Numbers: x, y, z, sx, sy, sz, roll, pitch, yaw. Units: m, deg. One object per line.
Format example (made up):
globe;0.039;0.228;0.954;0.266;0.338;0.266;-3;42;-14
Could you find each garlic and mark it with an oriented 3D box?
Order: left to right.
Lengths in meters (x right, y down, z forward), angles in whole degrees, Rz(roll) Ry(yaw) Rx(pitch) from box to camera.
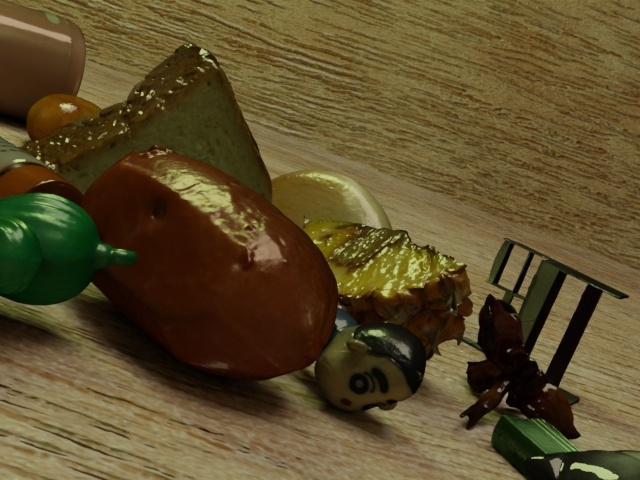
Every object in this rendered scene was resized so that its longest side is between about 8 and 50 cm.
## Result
garlic;0.013;-0.004;1.367;0.244;0.146;0.164;30;45;30

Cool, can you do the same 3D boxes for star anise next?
star anise;0.176;0.160;1.041;0.158;0.144;0.141;38;-27;35

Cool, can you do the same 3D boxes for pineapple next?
pineapple;0.038;0.083;1.051;0.249;0.140;0.164;12;42;42

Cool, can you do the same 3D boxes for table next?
table;0.268;0.096;1.255;0.175;0.146;0.062;27;12;27

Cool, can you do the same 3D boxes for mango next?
mango;-0.360;-0.165;1.470;0.115;0.089;0.165;15;5;13

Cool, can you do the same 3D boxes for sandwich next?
sandwich;-0.200;-0.058;1.171;0.099;0.288;0.254;40;-24;41

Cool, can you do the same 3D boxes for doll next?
doll;0.020;0.102;0.898;0.179;0.089;0.102;10;-38;42

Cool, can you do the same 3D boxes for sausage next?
sausage;-0.099;0.021;0.864;0.268;0.153;0.141;34;1;38

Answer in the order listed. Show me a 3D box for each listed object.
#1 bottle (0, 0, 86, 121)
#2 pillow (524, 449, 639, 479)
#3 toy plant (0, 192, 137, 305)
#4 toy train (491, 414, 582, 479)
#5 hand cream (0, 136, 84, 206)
bottle;-0.509;-0.297;1.501;0.296;0.206;0.173;14;49;-35
pillow;0.300;0.226;0.785;0.249;0.106;0.186;10;14;-32
toy plant;-0.240;0.004;0.755;0.200;0.105;0.143;3;1;-3
toy train;0.201;0.194;0.928;0.056;0.038;0.093;14;13;-27
hand cream;-0.352;-0.069;0.990;0.139;0.089;0.314;-22;38;-35
